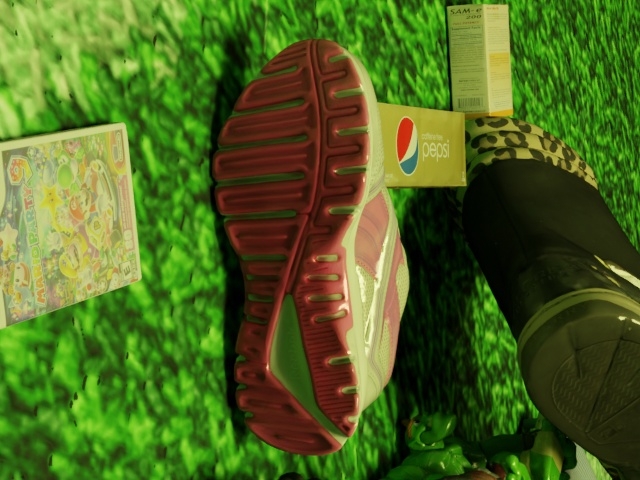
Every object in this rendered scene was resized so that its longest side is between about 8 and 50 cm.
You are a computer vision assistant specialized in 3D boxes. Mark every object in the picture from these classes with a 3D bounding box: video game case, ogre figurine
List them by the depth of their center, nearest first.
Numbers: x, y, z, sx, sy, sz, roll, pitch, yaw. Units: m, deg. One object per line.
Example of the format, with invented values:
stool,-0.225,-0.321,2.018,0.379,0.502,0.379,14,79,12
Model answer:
video game case,-0.131,-0.011,0.711,0.122,0.011,0.087,-21,108,-62
ogre figurine,0.116,0.181,1.083,0.197,0.118,0.097,-48,127,-55

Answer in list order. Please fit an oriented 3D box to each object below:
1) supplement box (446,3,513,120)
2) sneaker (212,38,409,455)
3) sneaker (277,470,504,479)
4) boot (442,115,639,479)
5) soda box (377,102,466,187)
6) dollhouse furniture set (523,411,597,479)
supplement box,0.138,-0.154,1.222,0.062,0.036,0.098,-16,104,-62
sneaker,0.000,0.000,0.890,0.111,0.103,0.252,-20,114,-66
sneaker,0.016,0.187,0.854,0.276,0.097,0.135,-23,69,-44
boot,0.240,0.080,1.155,0.377,0.138,0.284,39,20,-38
soda box,0.045,-0.065,1.007,0.181,0.061,0.058,-6,94,-63
dollhouse furniture set,0.267,0.251,1.269,0.286,0.198,0.303,65,30,-27
